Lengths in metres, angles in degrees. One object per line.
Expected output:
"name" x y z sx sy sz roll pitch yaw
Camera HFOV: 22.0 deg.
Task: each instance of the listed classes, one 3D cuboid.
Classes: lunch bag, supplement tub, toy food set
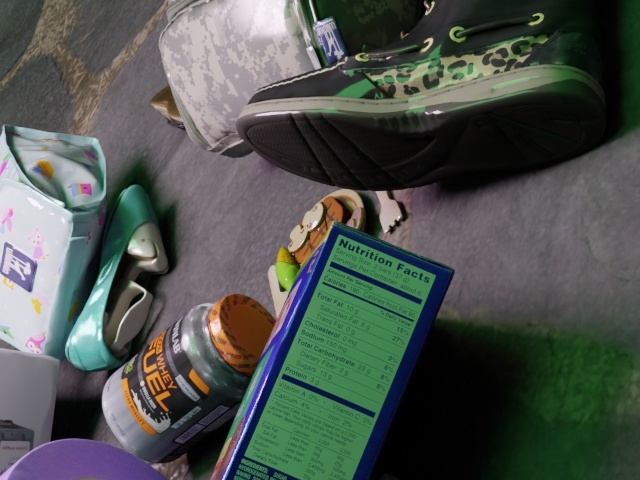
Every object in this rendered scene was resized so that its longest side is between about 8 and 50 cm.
"lunch bag" -0.349 0.004 2.081 0.262 0.160 0.223 -120 43 -59
"supplement tub" -0.131 0.143 1.728 0.190 0.117 0.117 -40 36 31
"lunch bag" -0.033 -0.242 1.838 0.305 0.212 0.256 -19 67 49
"toy food set" 0.000 0.000 1.731 0.192 0.038 0.132 -47 33 21

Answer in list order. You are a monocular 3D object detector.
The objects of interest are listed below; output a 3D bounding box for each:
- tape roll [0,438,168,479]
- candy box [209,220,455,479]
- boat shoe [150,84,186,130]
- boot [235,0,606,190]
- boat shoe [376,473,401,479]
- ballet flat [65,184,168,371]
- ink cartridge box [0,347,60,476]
"tape roll" -0.211 0.325 1.536 0.090 0.274 0.275 -41 36 29
"candy box" -0.013 0.165 1.433 0.268 0.122 0.317 119 175 -77
"boat shoe" -0.170 -0.168 2.115 0.056 0.049 0.152 -43 26 -7
"boot" 0.113 -0.205 1.596 0.377 0.138 0.284 -6 56 34
"boat shoe" 0.075 0.330 1.253 0.158 0.127 0.340 -46 33 8
"ballet flat" -0.231 0.049 2.009 0.087 0.083 0.247 5 67 31
"ink cartridge box" -0.431 0.288 1.974 0.226 0.131 0.306 -13 70 53
